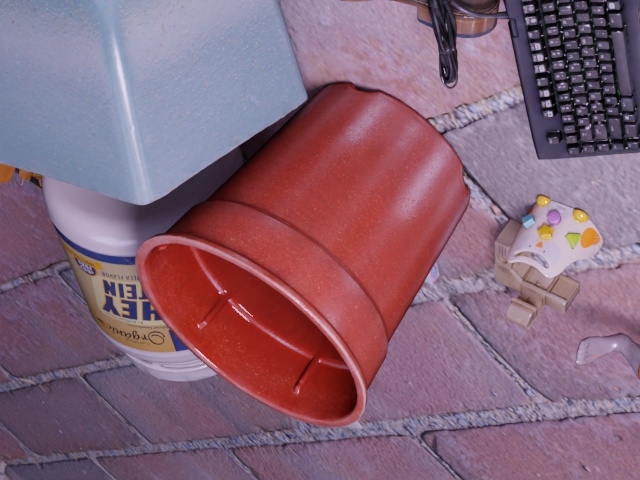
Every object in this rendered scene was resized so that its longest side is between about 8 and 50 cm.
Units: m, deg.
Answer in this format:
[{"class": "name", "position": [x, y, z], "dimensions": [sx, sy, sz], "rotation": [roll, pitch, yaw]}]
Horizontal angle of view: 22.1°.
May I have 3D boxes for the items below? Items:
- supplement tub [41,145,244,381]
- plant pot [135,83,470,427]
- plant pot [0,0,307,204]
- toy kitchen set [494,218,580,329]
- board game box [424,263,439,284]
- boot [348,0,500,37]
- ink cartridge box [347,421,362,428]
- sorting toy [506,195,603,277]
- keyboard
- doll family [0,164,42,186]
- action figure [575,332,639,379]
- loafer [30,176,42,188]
[{"class": "supplement tub", "position": [-0.181, 0.002, 1.921], "dimensions": [0.228, 0.228, 0.316], "rotation": [25, 151, 25]}, {"class": "plant pot", "position": [0.000, 0.000, 1.652], "dimensions": [0.272, 0.265, 0.272], "rotation": [29, 152, 17]}, {"class": "plant pot", "position": [-0.197, -0.220, 1.589], "dimensions": [0.248, 0.247, 0.252], "rotation": [16, 130, 37]}, {"class": "toy kitchen set", "position": [0.213, 0.040, 1.669], "dimensions": [0.083, 0.068, 0.075], "rotation": [26, 151, 22]}, {"class": "board game box", "position": [0.085, 0.002, 1.824], "dimensions": [0.090, 0.020, 0.090], "rotation": [22, 149, 30]}, {"class": "boot", "position": [0.056, -0.258, 1.399], "dimensions": [0.219, 0.082, 0.106], "rotation": [20, 139, 13]}, {"class": "ink cartridge box", "position": [-0.007, 0.162, 2.143], "dimensions": [0.104, 0.061, 0.181], "rotation": [3, 137, 49]}, {"class": "sorting toy", "position": [0.220, 0.002, 1.593], "dimensions": [0.083, 0.075, 0.045], "rotation": [22, 150, 28]}, {"class": "keyboard", "position": [0.172, -0.180, 1.342], "dimensions": [0.201, 0.033, 0.317], "rotation": [1, 139, 19]}, {"class": "doll family", "position": [-0.374, -0.116, 1.970], "dimensions": [0.263, 0.118, 0.163], "rotation": [6, -158, -38]}, {"class": "action figure", "position": [0.410, 0.126, 1.532], "dimensions": [0.330, 0.178, 0.341], "rotation": [-4, 105, 45]}, {"class": "loafer", "position": [-0.340, -0.102, 2.118], "dimensions": [0.220, 0.080, 0.078], "rotation": [23, 150, 28]}]
